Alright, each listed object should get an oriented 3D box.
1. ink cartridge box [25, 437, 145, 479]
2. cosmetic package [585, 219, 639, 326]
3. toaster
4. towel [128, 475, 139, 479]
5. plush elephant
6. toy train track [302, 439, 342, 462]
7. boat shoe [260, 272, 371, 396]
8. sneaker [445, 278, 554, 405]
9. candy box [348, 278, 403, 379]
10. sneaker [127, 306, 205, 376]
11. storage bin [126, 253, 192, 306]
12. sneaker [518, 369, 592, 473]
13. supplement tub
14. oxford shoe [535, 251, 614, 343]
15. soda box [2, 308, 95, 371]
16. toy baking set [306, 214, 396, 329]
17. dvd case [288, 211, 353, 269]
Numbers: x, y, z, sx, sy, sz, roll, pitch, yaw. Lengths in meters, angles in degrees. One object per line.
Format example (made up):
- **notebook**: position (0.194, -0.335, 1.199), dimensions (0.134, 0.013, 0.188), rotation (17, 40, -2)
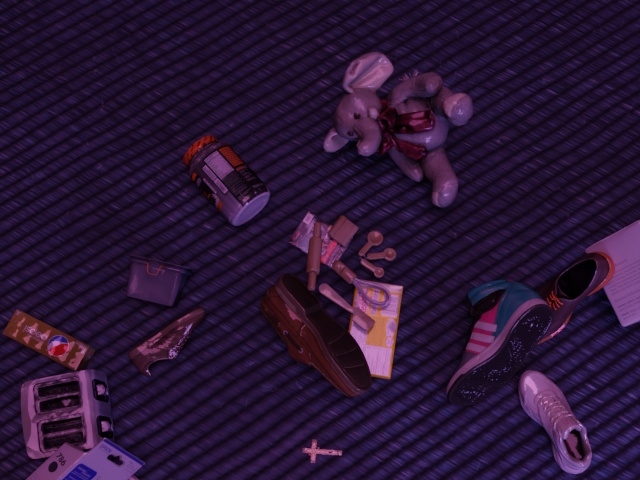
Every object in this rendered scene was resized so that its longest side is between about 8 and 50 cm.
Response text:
- **ink cartridge box**: position (-0.519, 0.511, 1.750), dimensions (0.332, 0.165, 0.065), rotation (-42, 52, -8)
- **cosmetic package**: position (0.690, 0.060, 1.868), dimensions (0.151, 0.151, 0.184), rotation (-8, 69, -41)
- **toaster**: position (-0.525, 0.360, 1.832), dimensions (0.185, 0.110, 0.168), rotation (-10, 74, -3)
- **towel**: position (-0.414, 0.582, 1.813), dimensions (0.144, 0.029, 0.197), rotation (36, 77, 12)
- **plush elephant**: position (0.147, -0.257, 1.936), dimensions (0.255, 0.272, 0.330), rotation (-8, 45, -16)
- **toy train track**: position (0.004, 0.441, 1.859), dimensions (0.083, 0.014, 0.048), rotation (4, 74, 1)
- **boat shoe**: position (-0.011, 0.215, 1.881), dimensions (0.104, 0.110, 0.307), rotation (-47, 66, 27)
- **sneaker**: position (0.346, 0.194, 1.878), dimensions (0.123, 0.178, 0.295), rotation (27, 112, -29)
- **candy box**: position (0.113, 0.191, 1.923), dimensions (0.105, 0.027, 0.206), rotation (8, 74, 6)
- **sneaker**: position (-0.317, 0.216, 1.907), dimensions (0.188, 0.066, 0.071), rotation (-34, 93, -4)
- **storage bin**: position (-0.355, 0.089, 1.923), dimensions (0.135, 0.098, 0.091), rotation (12, 85, 3)
- **sneaker**: position (0.493, 0.365, 1.827), dimensions (0.090, 0.115, 0.232), rotation (-30, 76, -8)
- **supplement tub**: position (-0.211, -0.135, 1.970), dimensions (0.117, 0.117, 0.190), rotation (-40, 77, -10)
- **oxford shoe**: position (0.489, 0.122, 1.859), dimensions (0.097, 0.098, 0.271), rotation (48, 111, 24)
- **soda box**: position (-0.579, 0.216, 1.900), dimensions (0.181, 0.058, 0.061), rotation (25, 76, 7)
- **toy baking set**: position (0.064, 0.061, 1.927), dimensions (0.196, 0.030, 0.256), rotation (11, 63, -2)
- **dvd case**: position (0.000, 0.000, 1.985), dimensions (0.119, 0.013, 0.087), rotation (30, 76, 7)
